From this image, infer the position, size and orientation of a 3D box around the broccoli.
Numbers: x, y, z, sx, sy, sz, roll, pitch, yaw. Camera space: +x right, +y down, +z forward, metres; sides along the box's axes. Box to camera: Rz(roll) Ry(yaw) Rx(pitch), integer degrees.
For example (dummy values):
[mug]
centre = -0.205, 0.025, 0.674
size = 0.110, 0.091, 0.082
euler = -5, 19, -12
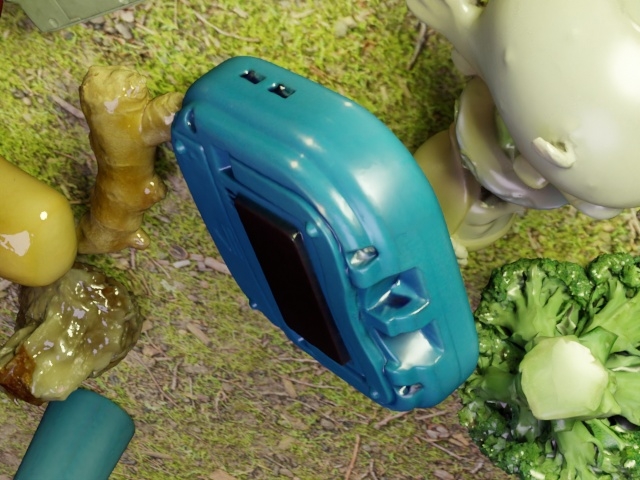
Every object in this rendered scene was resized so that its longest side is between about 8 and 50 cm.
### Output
[broccoli]
centre = 0.246, 0.123, 1.086
size = 0.270, 0.270, 0.270
euler = 5, 176, 20

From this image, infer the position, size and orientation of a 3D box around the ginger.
[ginger]
centre = -0.214, -0.074, 1.209
size = 0.118, 0.065, 0.299
euler = 29, 142, 1

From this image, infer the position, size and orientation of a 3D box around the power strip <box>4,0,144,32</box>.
[power strip]
centre = -0.170, -0.251, 1.005
size = 0.272, 0.052, 0.078
euler = -10, 130, 31

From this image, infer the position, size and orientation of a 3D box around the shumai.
[shumai]
centre = -0.322, 0.132, 1.395
size = 0.166, 0.175, 0.206
euler = 29, 143, -8

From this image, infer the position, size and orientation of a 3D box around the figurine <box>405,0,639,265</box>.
[figurine]
centre = 0.157, -0.107, 0.946
size = 0.274, 0.226, 0.394
euler = 46, 152, 4

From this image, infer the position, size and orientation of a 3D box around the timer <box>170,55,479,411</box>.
[timer]
centre = 0.000, 0.000, 1.064
size = 0.309, 0.115, 0.340
euler = 30, 151, 43

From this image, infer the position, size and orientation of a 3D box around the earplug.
[earplug]
centre = -0.372, 0.351, 1.580
size = 0.132, 0.273, 0.132
euler = 13, 140, 11

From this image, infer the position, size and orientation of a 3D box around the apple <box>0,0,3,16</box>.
[apple]
centre = -0.416, -0.209, 0.967
size = 0.288, 0.288, 0.317
euler = 30, 114, -9

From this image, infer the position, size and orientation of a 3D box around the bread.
[bread]
centre = -0.374, -0.029, 1.270
size = 0.217, 0.098, 0.147
euler = 30, 143, 19
